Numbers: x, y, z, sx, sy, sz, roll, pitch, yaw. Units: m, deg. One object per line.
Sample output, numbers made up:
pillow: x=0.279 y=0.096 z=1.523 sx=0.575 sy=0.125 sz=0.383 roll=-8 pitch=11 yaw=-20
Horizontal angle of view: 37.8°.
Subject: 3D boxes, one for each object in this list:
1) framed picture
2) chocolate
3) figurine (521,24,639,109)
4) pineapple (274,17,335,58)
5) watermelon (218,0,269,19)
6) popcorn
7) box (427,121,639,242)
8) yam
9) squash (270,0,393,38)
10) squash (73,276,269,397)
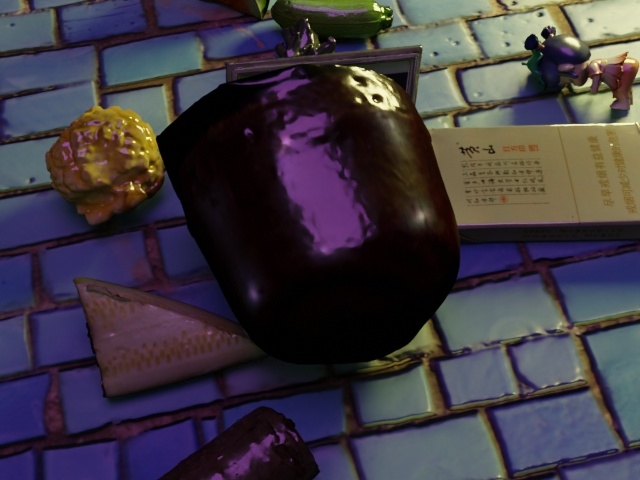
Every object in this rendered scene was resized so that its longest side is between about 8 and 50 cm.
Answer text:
framed picture: x=0.005 y=-0.173 z=1.387 sx=0.293 sy=0.231 sz=0.018 roll=-8 pitch=41 yaw=-13
chocolate: x=0.000 y=0.000 z=1.239 sx=0.383 sy=0.384 sz=0.331 roll=-11 pitch=69 yaw=-7
figurine: x=0.437 y=-0.292 z=1.569 sx=0.194 sy=0.102 sz=0.111 roll=16 pitch=23 yaw=16
pineapple: x=-0.071 y=-0.247 z=1.527 sx=0.170 sy=0.141 sz=0.310 roll=-5 pitch=42 yaw=28
watermelon: x=-0.152 y=-0.491 z=1.713 sx=0.145 sy=0.137 sz=0.193 roll=22 pitch=15 yaw=17
popcorn: x=-0.325 y=-0.115 z=1.421 sx=0.179 sy=0.170 sz=0.180 roll=5 pitch=37 yaw=-3
box: x=0.331 y=-0.091 z=1.452 sx=0.365 sy=0.051 sz=0.205 roll=-1 pitch=55 yaw=0
yam: x=-0.138 y=0.315 z=1.123 sx=0.279 sy=0.131 sz=0.131 roll=-35 pitch=61 yaw=-22
squash: x=0.020 y=-0.398 z=1.665 sx=0.219 sy=0.068 sz=0.077 roll=1 pitch=49 yaw=1
squash: x=-0.192 y=0.099 z=1.285 sx=0.252 sy=0.170 sz=0.093 roll=-14 pitch=12 yaw=-9
